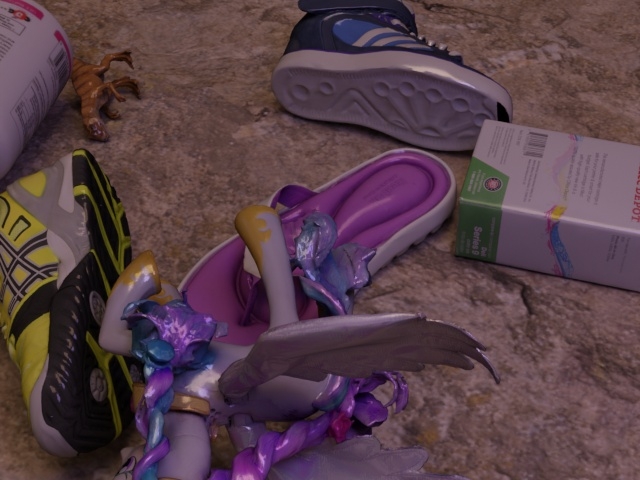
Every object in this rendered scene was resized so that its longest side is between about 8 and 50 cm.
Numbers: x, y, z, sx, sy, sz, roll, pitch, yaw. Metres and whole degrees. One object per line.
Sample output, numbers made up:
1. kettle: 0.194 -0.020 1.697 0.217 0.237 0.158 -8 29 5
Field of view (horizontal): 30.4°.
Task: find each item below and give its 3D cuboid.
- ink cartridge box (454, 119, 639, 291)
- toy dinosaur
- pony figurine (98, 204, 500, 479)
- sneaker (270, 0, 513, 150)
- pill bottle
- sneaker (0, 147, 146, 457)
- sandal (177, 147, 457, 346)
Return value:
1. ink cartridge box: 0.270 -0.042 1.315 0.212 0.093 0.154 10 43 13
2. toy dinosaur: -0.299 -0.213 1.530 0.112 0.064 0.211 -17 44 -16
3. pony figurine: -0.037 0.125 0.997 0.351 0.302 0.363 -6 38 3
4. sneaker: 0.115 -0.245 1.512 0.323 0.130 0.236 11 47 20
5. pill bottle: -0.417 -0.161 1.399 0.160 0.160 0.283 8 42 9
6. sneaker: -0.270 0.071 1.184 0.147 0.145 0.384 -22 39 7
7. sandal: -0.012 -0.006 1.267 0.169 0.102 0.416 28 49 29
